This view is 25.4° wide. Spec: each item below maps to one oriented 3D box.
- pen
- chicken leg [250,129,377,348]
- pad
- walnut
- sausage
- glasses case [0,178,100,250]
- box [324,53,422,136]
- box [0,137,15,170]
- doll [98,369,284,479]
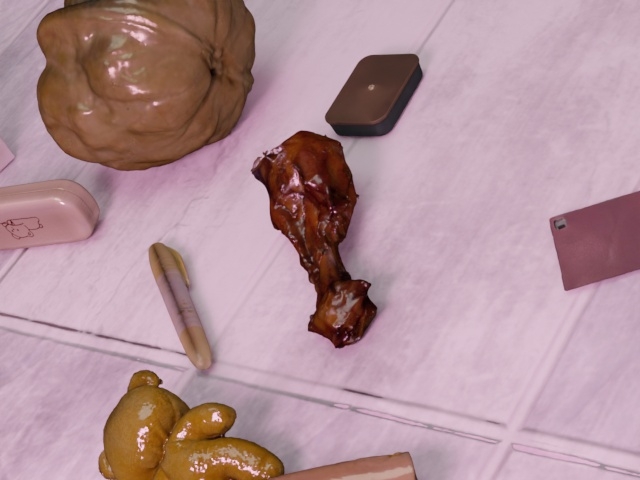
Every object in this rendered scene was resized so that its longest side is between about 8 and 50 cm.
[{"bbox_3d":[-0.156,0.071,1.615,0.040,0.032,0.233,-12,37,-15],"label":"pen"},{"bbox_3d":[0.000,0.000,1.555,0.113,0.093,0.304,-36,43,22],"label":"chicken leg"},{"bbox_3d":[0.324,-0.012,1.409,0.187,0.006,0.113,-18,38,13],"label":"pad"},{"bbox_3d":[-0.224,-0.232,1.816,0.277,0.282,0.253,-1,7,41],"label":"walnut"},{"bbox_3d":[-0.054,0.252,1.295,0.301,0.066,0.066,-17,39,7],"label":"sausage"},{"bbox_3d":[-0.375,-0.032,1.827,0.196,0.083,0.050,-7,43,29],"label":"glasses case"},{"bbox_3d":[0.068,-0.177,1.740,0.091,0.031,0.126,2,48,35],"label":"box"},{"bbox_3d":[-0.583,-0.107,1.957,0.111,0.194,0.260,17,57,44],"label":"box"},{"bbox_3d":[-0.125,0.218,1.402,0.209,0.097,0.137,26,95,30],"label":"doll"}]
